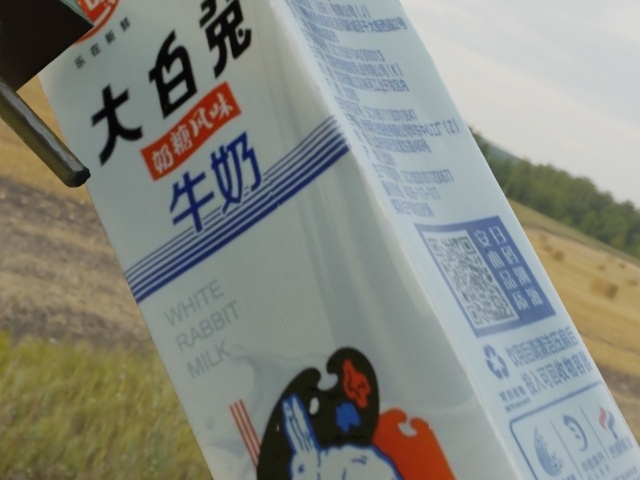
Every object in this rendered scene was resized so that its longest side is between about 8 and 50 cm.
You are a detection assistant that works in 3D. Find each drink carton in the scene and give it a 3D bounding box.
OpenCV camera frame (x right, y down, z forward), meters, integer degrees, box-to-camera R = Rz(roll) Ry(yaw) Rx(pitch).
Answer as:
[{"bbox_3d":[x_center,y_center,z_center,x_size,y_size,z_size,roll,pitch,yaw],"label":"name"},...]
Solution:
[{"bbox_3d":[0.000,0.000,0.455,0.106,0.130,0.315,-4,64,-56],"label":"drink carton"}]

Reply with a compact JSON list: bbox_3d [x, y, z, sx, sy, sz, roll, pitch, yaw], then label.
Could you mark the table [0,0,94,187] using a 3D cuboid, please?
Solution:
[{"bbox_3d":[-0.168,-0.063,0.322,0.111,0.121,0.240,57,10,24],"label":"table"}]
